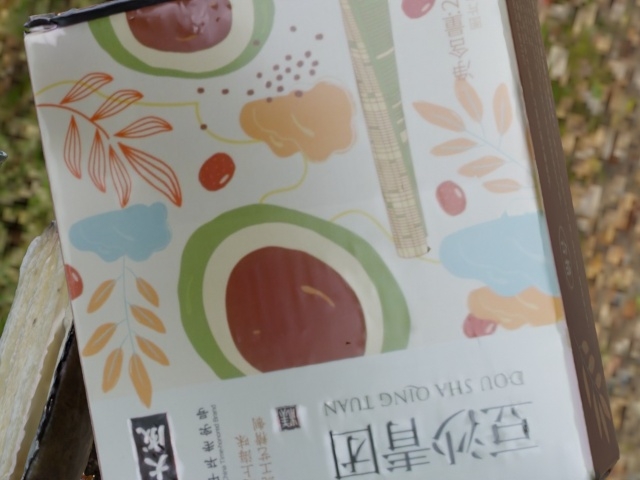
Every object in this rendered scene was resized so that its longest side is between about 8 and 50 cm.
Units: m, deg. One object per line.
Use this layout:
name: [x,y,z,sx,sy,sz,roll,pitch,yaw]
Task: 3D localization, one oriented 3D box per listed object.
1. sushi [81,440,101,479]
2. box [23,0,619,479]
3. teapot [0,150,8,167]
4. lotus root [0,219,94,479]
sushi: [-0.290,0.291,1.821,0.182,0.196,0.343,-46,0,-44]
box: [0.000,0.000,1.201,0.122,0.344,0.385,-5,-95,-73]
teapot: [-0.313,-0.048,1.561,0.049,0.063,0.083,32,99,40]
lotus root: [-0.209,0.133,1.345,0.167,0.078,0.329,-18,54,59]
